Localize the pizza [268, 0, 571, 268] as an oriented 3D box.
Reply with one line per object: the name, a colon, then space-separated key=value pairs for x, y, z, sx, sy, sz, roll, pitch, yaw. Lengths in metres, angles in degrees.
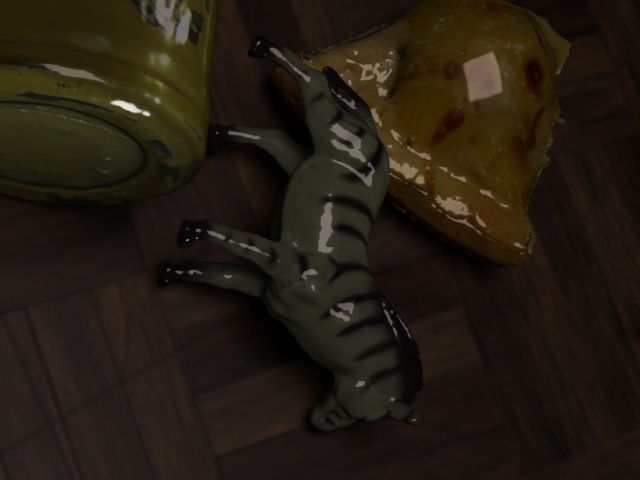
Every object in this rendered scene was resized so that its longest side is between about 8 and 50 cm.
pizza: x=0.078 y=-0.106 z=0.939 sx=0.204 sy=0.080 sz=0.188 roll=28 pitch=65 yaw=-12

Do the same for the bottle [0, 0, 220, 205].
bottle: x=-0.130 y=-0.209 z=0.827 sx=0.172 sy=0.171 sz=0.351 roll=14 pitch=68 yaw=-20

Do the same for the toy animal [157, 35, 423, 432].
toy animal: x=0.001 y=0.000 z=0.864 sx=0.176 sy=0.073 sz=0.216 roll=19 pitch=74 yaw=-11
